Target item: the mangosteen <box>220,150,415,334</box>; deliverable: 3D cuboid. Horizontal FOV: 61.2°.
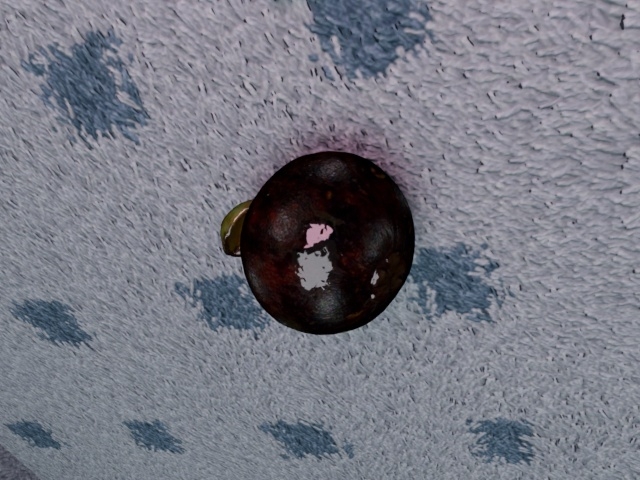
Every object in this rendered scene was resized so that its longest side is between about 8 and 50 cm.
[{"bbox_3d":[0.000,0.000,0.820,0.288,0.288,0.288,9,130,10],"label":"mangosteen"}]
